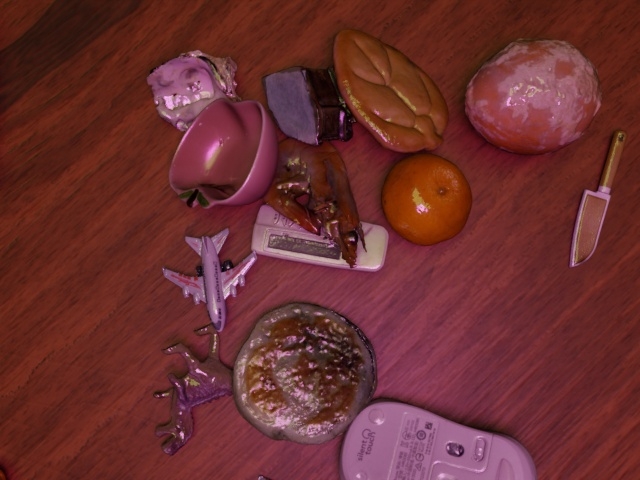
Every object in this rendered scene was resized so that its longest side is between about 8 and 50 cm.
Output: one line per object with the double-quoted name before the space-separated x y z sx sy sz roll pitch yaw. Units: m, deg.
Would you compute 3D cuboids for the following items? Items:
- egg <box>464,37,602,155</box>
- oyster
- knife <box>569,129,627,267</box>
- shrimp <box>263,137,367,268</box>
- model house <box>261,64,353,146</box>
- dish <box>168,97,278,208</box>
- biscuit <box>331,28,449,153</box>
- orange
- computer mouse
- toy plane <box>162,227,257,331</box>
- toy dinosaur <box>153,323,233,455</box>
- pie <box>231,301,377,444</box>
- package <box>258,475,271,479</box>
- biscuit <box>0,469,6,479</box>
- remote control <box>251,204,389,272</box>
"egg" 0.345 -0.233 0.984 0.233 0.195 0.195 -16 81 -15
"oyster" -0.203 -0.254 1.069 0.191 0.081 0.163 43 109 -8
"knife" 0.476 -0.072 1.038 0.046 0.022 0.256 18 87 -3
"shrimp" -0.018 -0.067 0.992 0.152 0.063 0.287 -14 56 -6
"model house" 0.004 -0.235 1.045 0.152 0.106 0.165 -14 83 -39
"dish" -0.148 -0.130 1.006 0.213 0.090 0.213 -14 64 31
"biscuit" 0.116 -0.257 1.021 0.203 0.041 0.260 -39 89 -31
"orange" 0.172 -0.066 0.999 0.155 0.134 0.154 5 75 -21
"computer mouse" 0.182 0.357 0.938 0.297 0.121 0.184 5 66 19
"toy plane" -0.181 0.069 1.014 0.162 0.065 0.171 -11 85 4
"toy dinosaur" -0.168 0.242 1.001 0.251 0.072 0.199 -20 92 -13
"pie" -0.025 0.209 0.969 0.241 0.054 0.240 1 64 -2
"package" -0.052 0.418 0.986 0.110 0.015 0.037 14 77 2
"biscuit" -0.586 0.439 0.984 0.170 0.050 0.170 -1 84 10
"remote control" 0.000 0.000 1.027 0.230 0.049 0.090 10 81 8
